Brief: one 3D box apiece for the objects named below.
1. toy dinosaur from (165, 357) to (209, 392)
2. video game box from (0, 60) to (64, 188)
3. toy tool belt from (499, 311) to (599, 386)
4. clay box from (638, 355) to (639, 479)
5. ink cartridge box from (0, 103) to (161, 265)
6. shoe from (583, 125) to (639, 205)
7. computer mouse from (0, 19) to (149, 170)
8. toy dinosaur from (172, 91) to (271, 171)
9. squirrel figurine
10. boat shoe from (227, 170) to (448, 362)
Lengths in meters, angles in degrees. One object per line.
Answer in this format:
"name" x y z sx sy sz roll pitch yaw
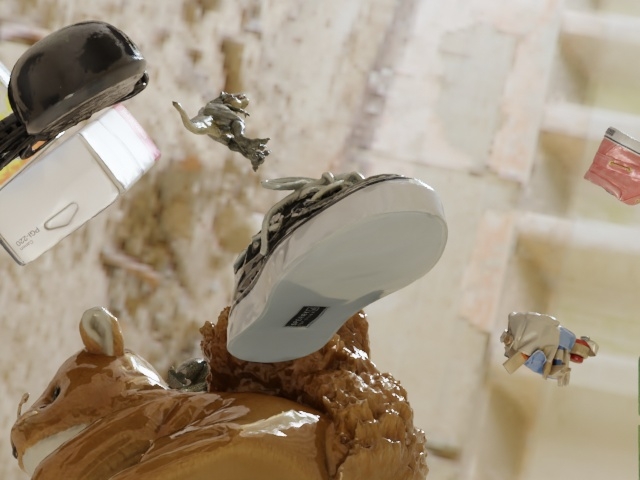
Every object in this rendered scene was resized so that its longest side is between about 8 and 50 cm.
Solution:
"toy dinosaur" -0.137 0.183 2.157 0.313 0.121 0.160 -32 170 -17
"video game box" -0.415 -0.119 1.745 0.205 0.187 0.048 -40 -171 16
"toy tool belt" 0.175 0.091 1.250 0.052 0.083 0.051 1 -112 51
"clay box" 0.331 0.125 1.098 0.053 0.222 0.127 81 12 -57
"ink cartridge box" -0.291 -0.069 1.887 0.158 0.092 0.218 -35 -170 12
"shoe" 0.435 -0.076 2.110 0.081 0.178 0.063 -62 -168 9
"computer mouse" -0.231 -0.140 1.430 0.072 0.188 0.272 60 -14 -4
"toy dinosaur" -0.123 -0.147 2.140 0.064 0.118 0.268 -53 177 12
"squirrel figurine" -0.110 0.199 1.582 0.397 0.370 0.281 -31 122 -20
"boat shoe" 0.004 0.000 1.222 0.306 0.113 0.105 128 -39 -63
